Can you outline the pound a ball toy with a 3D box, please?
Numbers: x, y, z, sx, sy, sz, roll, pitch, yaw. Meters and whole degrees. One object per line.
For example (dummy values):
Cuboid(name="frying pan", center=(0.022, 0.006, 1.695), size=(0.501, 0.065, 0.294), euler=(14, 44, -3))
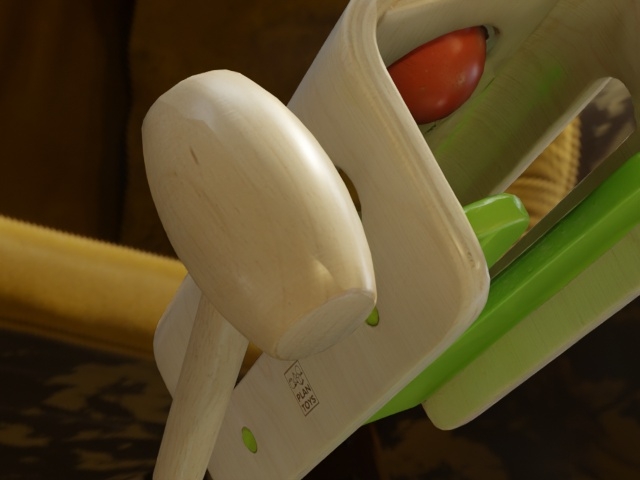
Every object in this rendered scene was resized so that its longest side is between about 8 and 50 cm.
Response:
Cuboid(name="pound a ball toy", center=(0.000, 0.000, 0.523), size=(0.208, 0.319, 0.136), euler=(-19, 73, -26))
